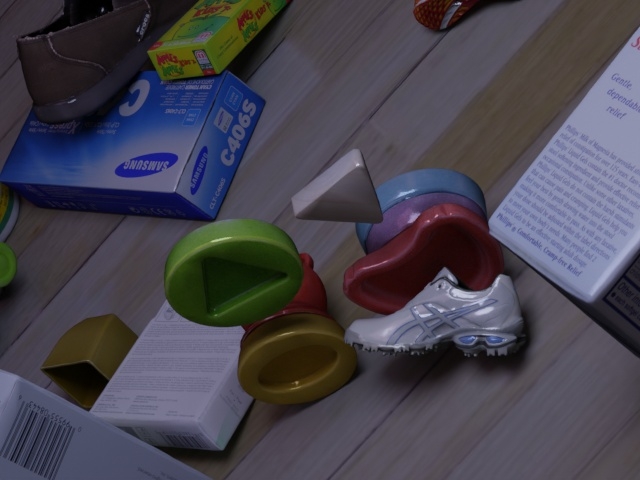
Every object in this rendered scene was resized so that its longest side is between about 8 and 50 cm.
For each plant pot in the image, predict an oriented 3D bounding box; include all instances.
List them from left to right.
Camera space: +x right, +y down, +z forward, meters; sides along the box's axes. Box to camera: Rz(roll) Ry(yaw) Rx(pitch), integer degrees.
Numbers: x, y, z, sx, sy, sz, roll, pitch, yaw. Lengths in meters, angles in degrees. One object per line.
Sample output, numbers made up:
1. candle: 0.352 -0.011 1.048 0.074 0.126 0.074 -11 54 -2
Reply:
1. plant pot: -0.249 0.130 2.079 0.081 0.081 0.083 -12 43 38

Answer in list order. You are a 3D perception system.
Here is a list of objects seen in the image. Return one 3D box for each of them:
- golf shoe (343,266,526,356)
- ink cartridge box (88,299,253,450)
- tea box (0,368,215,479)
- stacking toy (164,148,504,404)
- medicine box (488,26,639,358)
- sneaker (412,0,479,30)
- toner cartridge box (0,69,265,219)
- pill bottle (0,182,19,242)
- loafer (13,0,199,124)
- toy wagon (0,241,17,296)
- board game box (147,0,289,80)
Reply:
1. golf shoe: 0.107 0.068 1.751 0.176 0.069 0.086 -3 92 17
2. ink cartridge box: -0.129 0.125 2.004 0.181 0.056 0.225 -3 43 43
3. tea box: -0.321 0.265 1.857 0.323 0.329 0.220 9 70 46
4. stacking toy: 0.000 0.000 1.783 0.309 0.279 0.130 -30 47 19
5. medicine box: 0.330 -0.036 1.499 0.289 0.263 0.149 -52 41 2
6. sneaker: 0.173 -0.286 1.980 0.175 0.064 0.067 -16 43 32
7. toner cartridge box: -0.235 -0.120 2.238 0.348 0.075 0.165 4 66 45
8. pill bottle: -0.494 -0.068 2.344 0.117 0.208 0.117 -24 49 30
9. loafer: -0.240 -0.290 2.248 0.134 0.130 0.366 -4 36 36
10. toy wagon: -0.540 -0.018 2.248 0.267 0.344 0.068 -3 60 42
11. board game box: -0.116 -0.259 2.184 0.092 0.043 0.181 -3 35 39
